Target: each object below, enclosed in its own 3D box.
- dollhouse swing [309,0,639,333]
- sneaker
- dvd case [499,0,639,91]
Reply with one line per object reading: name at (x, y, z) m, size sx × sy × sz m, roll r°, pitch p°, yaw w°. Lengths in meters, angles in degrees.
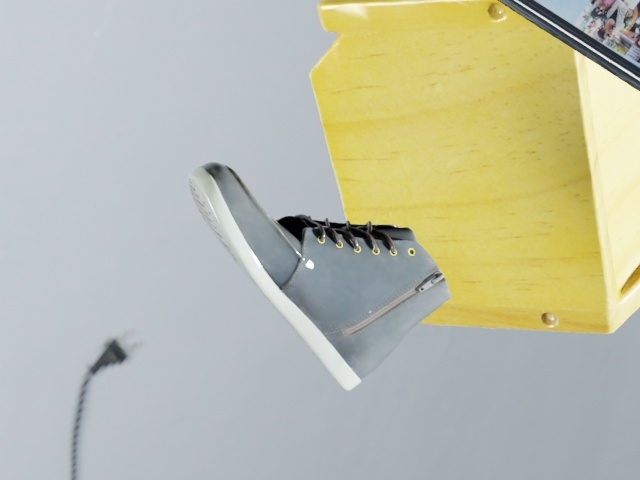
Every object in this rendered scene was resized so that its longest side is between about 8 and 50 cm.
dollhouse swing at (0.208, -0.143, 1.403) m, size 0.305 × 0.315 × 0.346 m, roll -59°, pitch 142°, yaw -46°
sneaker at (0.000, 0.000, 1.106) m, size 0.118 × 0.083 × 0.222 m, roll -40°, pitch 122°, yaw -3°
dvd case at (0.209, -0.219, 0.862) m, size 0.253 × 0.180 × 0.022 m, roll -51°, pitch 160°, yaw -3°
